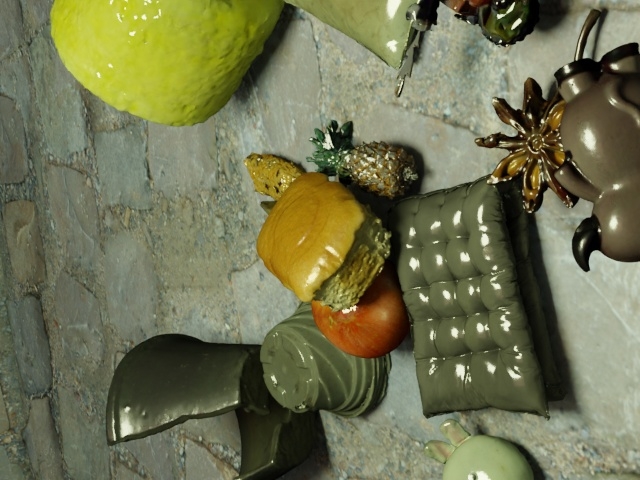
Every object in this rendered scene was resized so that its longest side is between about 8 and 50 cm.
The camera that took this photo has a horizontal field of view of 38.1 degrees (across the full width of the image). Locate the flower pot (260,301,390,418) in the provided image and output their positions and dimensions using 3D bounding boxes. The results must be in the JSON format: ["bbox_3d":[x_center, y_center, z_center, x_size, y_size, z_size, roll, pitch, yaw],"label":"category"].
[{"bbox_3d":[-0.010,0.203,1.559,0.235,0.140,0.236,20,117,47],"label":"flower pot"}]

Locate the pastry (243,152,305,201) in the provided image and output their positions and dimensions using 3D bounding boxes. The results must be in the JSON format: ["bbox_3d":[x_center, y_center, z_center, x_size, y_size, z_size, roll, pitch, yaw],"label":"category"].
[{"bbox_3d":[-0.079,-0.111,1.629,0.140,0.056,0.080,13,121,47],"label":"pastry"}]

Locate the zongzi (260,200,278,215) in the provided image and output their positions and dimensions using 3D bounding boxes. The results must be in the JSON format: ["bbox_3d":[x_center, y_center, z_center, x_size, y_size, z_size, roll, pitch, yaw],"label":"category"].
[{"bbox_3d":[-0.024,0.006,1.553,0.176,0.078,0.160,-4,94,36],"label":"zongzi"}]

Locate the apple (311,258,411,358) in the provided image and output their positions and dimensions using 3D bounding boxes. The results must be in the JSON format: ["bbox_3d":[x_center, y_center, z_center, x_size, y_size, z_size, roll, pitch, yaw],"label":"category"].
[{"bbox_3d":[0.069,0.102,1.425,0.163,0.139,0.163,-34,33,26],"label":"apple"}]

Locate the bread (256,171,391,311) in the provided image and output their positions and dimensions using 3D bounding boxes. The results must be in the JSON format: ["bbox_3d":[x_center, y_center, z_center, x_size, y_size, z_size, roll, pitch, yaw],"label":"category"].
[{"bbox_3d":[0.000,0.000,1.370,0.174,0.121,0.245,-49,32,2],"label":"bread"}]

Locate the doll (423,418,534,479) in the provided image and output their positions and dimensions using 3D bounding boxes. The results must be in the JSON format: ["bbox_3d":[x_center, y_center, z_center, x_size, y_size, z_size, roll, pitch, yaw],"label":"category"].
[{"bbox_3d":[0.256,0.374,1.297,0.155,0.113,0.275,-55,49,23],"label":"doll"}]

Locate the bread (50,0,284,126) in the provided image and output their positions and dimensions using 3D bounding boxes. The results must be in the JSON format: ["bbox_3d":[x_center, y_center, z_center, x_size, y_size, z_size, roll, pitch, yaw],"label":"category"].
[{"bbox_3d":[-0.242,-0.393,1.553,0.308,0.348,0.348,-42,66,37],"label":"bread"}]

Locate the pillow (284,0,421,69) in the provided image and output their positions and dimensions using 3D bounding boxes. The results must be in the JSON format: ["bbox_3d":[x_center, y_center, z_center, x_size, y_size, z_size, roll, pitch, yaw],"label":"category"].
[{"bbox_3d":[0.047,-0.396,1.377,0.302,0.074,0.185,41,126,37],"label":"pillow"}]

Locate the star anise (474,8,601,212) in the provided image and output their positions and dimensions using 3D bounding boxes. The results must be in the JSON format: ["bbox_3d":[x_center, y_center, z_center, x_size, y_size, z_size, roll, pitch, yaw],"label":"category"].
[{"bbox_3d":[0.297,-0.139,1.133,0.234,0.073,0.177,-44,68,36],"label":"star anise"}]

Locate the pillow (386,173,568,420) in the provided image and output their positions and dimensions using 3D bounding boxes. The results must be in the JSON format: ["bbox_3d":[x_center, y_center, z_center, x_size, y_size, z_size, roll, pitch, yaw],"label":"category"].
[{"bbox_3d":[0.206,0.084,1.290,0.228,0.101,0.327,-14,90,50],"label":"pillow"}]

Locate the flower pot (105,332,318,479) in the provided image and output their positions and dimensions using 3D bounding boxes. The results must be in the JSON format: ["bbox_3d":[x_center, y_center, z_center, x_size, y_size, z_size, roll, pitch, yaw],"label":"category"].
[{"bbox_3d":[-0.162,0.316,1.673,0.251,0.379,0.380,-24,80,31],"label":"flower pot"}]

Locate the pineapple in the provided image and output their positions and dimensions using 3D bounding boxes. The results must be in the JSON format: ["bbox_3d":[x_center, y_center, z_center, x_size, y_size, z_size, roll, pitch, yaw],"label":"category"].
[{"bbox_3d":[0.068,-0.123,1.418,0.221,0.083,0.103,22,104,47],"label":"pineapple"}]

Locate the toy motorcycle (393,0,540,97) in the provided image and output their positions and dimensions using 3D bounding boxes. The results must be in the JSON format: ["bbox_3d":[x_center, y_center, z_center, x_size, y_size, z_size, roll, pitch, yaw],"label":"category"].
[{"bbox_3d":[0.206,-0.348,1.143,0.207,0.134,0.401,46,131,35],"label":"toy motorcycle"}]

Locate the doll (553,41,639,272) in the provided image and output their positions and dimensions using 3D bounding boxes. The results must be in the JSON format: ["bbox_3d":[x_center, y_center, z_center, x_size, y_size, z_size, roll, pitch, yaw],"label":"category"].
[{"bbox_3d":[0.342,-0.083,1.029,0.117,0.181,0.257,-20,-88,-86],"label":"doll"}]
